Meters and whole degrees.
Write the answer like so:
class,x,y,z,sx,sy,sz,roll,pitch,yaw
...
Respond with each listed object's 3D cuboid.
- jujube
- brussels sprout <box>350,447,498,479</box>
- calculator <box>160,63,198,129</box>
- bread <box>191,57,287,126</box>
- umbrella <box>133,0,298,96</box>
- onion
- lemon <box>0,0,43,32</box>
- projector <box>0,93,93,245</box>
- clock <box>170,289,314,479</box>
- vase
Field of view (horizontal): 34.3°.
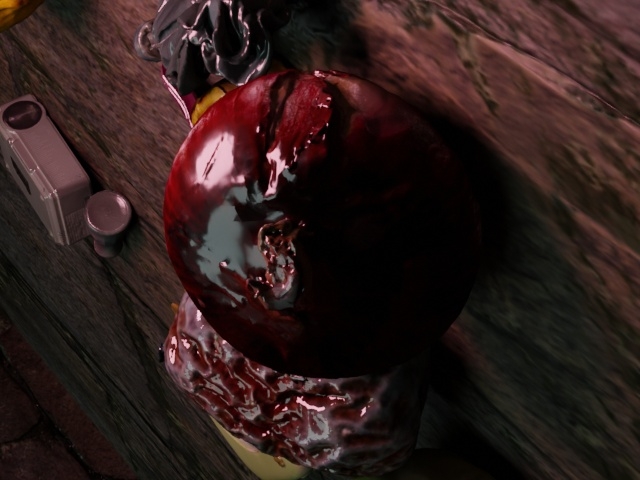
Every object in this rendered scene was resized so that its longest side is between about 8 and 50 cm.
class,x,y,z,sx,sy,sz,roll,pitch,yaw
jujube,-0.024,0.143,1.203,0.317,0.226,0.226,20,146,13
brussels sprout,0.131,0.387,1.243,0.274,0.243,0.316,45,154,11
calculator,-0.147,-0.131,1.315,0.126,0.034,0.190,74,171,-74
bread,-0.053,-0.088,1.177,0.222,0.096,0.181,59,159,-8
umbrella,-0.119,-0.225,1.092,0.094,0.143,0.349,38,165,-22
onion,0.000,0.000,0.960,0.314,0.232,0.313,5,121,8
lemon,-0.490,-0.411,1.412,0.284,0.260,0.260,29,153,3
projector,-0.538,-0.136,2.021,0.256,0.099,0.192,52,156,24
clock,-0.118,0.223,1.675,0.348,0.117,0.286,56,157,2
vase,-0.402,-0.022,1.962,0.086,0.086,0.214,53,161,7
